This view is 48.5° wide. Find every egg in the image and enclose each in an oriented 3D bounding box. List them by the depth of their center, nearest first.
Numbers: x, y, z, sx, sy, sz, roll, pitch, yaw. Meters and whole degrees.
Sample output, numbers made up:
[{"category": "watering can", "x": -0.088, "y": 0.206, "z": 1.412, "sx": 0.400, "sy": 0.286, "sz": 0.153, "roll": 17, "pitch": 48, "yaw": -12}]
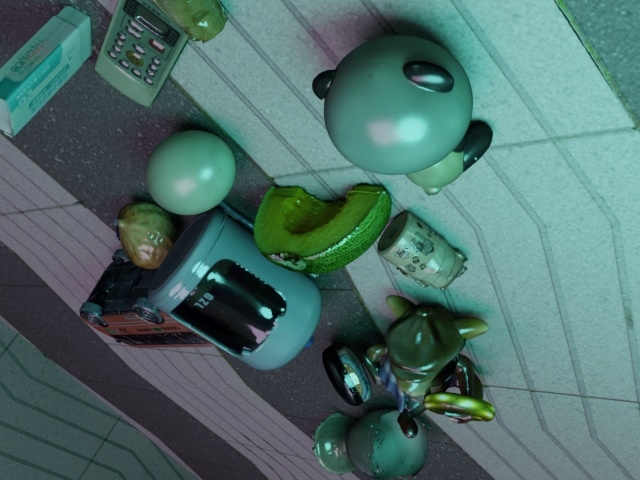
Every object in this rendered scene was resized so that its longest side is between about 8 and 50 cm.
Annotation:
[{"category": "egg", "x": -0.234, "y": -0.123, "z": 1.285, "sx": 0.149, "sy": 0.149, "sz": 0.192, "roll": 43, "pitch": 143, "yaw": -21}]

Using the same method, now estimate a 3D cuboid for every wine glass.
[{"category": "wine glass", "x": 0.134, "y": 0.554, "z": 1.934, "sx": 0.190, "sy": 0.190, "sz": 0.357, "roll": 40, "pitch": 152, "yaw": -16}]

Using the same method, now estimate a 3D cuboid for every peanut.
[{"category": "peanut", "x": -0.389, "y": -0.012, "z": 1.600, "sx": 0.140, "sy": 0.109, "sz": 0.159, "roll": -4, "pitch": 108, "yaw": 52}]

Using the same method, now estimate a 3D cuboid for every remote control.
[{"category": "remote control", "x": -0.292, "y": -0.317, "z": 1.162, "sx": 0.123, "sy": 0.038, "sz": 0.285, "roll": 38, "pitch": 148, "yaw": -14}]

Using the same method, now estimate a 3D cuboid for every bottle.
[{"category": "bottle", "x": 0.179, "y": 0.029, "z": 1.221, "sx": 0.152, "sy": 0.099, "sz": 0.099, "roll": 35, "pitch": 149, "yaw": -16}]

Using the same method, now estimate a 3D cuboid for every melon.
[{"category": "melon", "x": 0.000, "y": 0.000, "z": 1.252, "sx": 0.265, "sy": 0.169, "sz": 0.129, "roll": 5, "pitch": 142, "yaw": 37}]

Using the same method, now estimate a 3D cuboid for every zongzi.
[{"category": "zongzi", "x": -0.228, "y": -0.362, "z": 1.016, "sx": 0.176, "sy": 0.078, "sz": 0.160, "roll": 19, "pitch": 149, "yaw": 37}]

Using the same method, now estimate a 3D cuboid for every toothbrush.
[{"category": "toothbrush", "x": -0.117, "y": -0.012, "z": 1.471, "sx": 0.288, "sy": 0.026, "sz": 0.024, "roll": 36, "pitch": 151, "yaw": -9}]

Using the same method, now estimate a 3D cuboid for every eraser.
[{"category": "eraser", "x": -0.461, "y": -0.281, "z": 1.172, "sx": 0.052, "sy": 0.225, "sz": 0.095, "roll": 28, "pitch": 149, "yaw": 2}]

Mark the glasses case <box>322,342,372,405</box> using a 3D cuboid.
[{"category": "glasses case", "x": 0.057, "y": 0.298, "z": 1.611, "sx": 0.122, "sy": 0.082, "sz": 0.321, "roll": 59, "pitch": 175, "yaw": 3}]

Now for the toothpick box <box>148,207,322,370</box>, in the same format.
[{"category": "toothpick box", "x": -0.151, "y": 0.116, "z": 1.495, "sx": 0.354, "sy": 0.263, "sz": 0.263, "roll": 37, "pitch": 148, "yaw": -19}]

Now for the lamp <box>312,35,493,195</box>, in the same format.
[{"category": "lamp", "x": 0.115, "y": -0.161, "z": 0.935, "sx": 0.197, "sy": 0.198, "sz": 0.244, "roll": 4, "pitch": 163, "yaw": 36}]

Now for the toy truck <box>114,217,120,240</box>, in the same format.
[{"category": "toy truck", "x": -0.454, "y": -0.039, "z": 1.689, "sx": 0.073, "sy": 0.056, "sz": 0.090, "roll": 23, "pitch": 136, "yaw": 23}]

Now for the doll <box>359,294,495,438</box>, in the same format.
[{"category": "doll", "x": 0.206, "y": 0.265, "z": 1.423, "sx": 0.317, "sy": 0.209, "sz": 0.340, "roll": 27, "pitch": 153, "yaw": 18}]

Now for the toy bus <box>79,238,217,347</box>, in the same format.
[{"category": "toy bus", "x": -0.395, "y": 0.149, "z": 1.768, "sx": 0.426, "sy": 0.203, "sz": 0.233, "roll": -9, "pitch": 137, "yaw": 43}]
